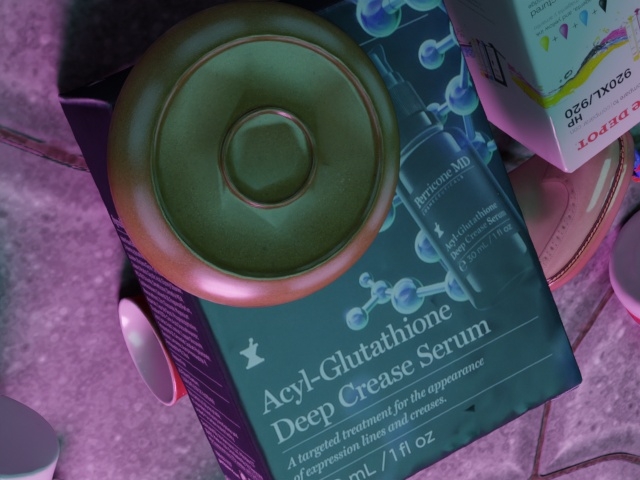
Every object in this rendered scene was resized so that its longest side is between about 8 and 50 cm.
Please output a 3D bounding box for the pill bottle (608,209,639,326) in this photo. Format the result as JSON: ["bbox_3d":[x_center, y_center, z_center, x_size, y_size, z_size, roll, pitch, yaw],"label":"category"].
[{"bbox_3d":[0.486,0.092,1.764,0.176,0.176,0.318,-45,133,0],"label":"pill bottle"}]

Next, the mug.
[{"bbox_3d":[-0.093,0.064,1.401,0.169,0.113,0.150,-23,149,-24],"label":"mug"}]

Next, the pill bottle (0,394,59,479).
[{"bbox_3d":[-0.354,0.311,1.343,0.188,0.188,0.334,6,116,-36],"label":"pill bottle"}]

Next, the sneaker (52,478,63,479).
[{"bbox_3d":[-0.272,0.306,1.493,0.071,0.068,0.170,-16,137,-43],"label":"sneaker"}]

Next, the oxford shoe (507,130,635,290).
[{"bbox_3d":[0.176,-0.001,1.492,0.130,0.123,0.348,20,123,-35],"label":"oxford shoe"}]

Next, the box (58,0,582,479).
[{"bbox_3d":[0.000,0.000,1.260,0.293,0.212,0.395,-27,105,-16],"label":"box"}]

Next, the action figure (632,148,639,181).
[{"bbox_3d":[0.355,-0.091,1.658,0.115,0.030,0.038,29,96,-44],"label":"action figure"}]

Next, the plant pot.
[{"bbox_3d":[-0.042,-0.064,1.105,0.236,0.032,0.236,-2,97,-21],"label":"plant pot"}]

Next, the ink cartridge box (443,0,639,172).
[{"bbox_3d":[0.225,-0.222,1.385,0.171,0.168,0.232,-35,133,-10],"label":"ink cartridge box"}]
